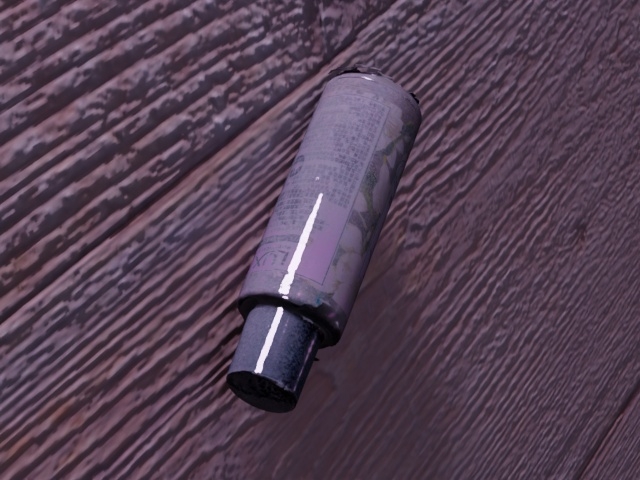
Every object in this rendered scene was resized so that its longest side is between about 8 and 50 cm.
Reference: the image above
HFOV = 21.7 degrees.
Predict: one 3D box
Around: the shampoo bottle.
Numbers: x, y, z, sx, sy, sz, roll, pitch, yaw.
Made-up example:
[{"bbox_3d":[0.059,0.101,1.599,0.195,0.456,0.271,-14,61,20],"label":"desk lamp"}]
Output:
[{"bbox_3d":[0.000,0.000,0.999,0.072,0.072,0.214,53,49,-46],"label":"shampoo bottle"}]
